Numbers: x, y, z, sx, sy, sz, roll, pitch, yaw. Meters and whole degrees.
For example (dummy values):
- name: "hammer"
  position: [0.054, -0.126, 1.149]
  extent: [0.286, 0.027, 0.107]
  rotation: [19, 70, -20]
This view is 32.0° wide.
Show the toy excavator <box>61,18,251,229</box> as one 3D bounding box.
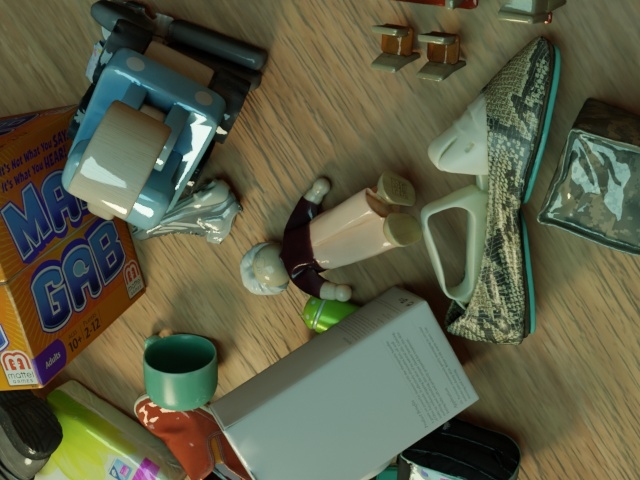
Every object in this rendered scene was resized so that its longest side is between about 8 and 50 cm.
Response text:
- name: "toy excavator"
  position: [-0.259, -0.120, 1.562]
  extent: [0.222, 0.445, 0.433]
  rotation: [26, 138, -10]

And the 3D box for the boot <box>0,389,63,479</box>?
- name: "boot"
  position: [-0.608, 0.318, 2.075]
  extent: [0.222, 0.118, 0.338]
  rotation: [-55, 53, 39]

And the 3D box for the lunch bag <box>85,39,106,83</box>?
- name: "lunch bag"
  position: [-0.333, -0.280, 1.806]
  extent: [0.083, 0.053, 0.071]
  rotation: [25, 121, -3]

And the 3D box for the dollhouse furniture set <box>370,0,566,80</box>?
- name: "dollhouse furniture set"
  position: [0.201, -0.365, 1.559]
  extent: [0.259, 0.135, 0.261]
  rotation: [14, 117, 26]

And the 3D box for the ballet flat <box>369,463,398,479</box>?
- name: "ballet flat"
  position: [0.099, 0.443, 1.966]
  extent: [0.241, 0.091, 0.077]
  rotation: [2, 144, 23]

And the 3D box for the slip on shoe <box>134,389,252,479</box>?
- name: "slip on shoe"
  position: [-0.207, 0.392, 2.029]
  extent: [0.331, 0.101, 0.123]
  rotation: [42, 121, 0]

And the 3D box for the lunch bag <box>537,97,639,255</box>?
- name: "lunch bag"
  position: [0.463, -0.065, 1.513]
  extent: [0.287, 0.235, 0.168]
  rotation: [20, 112, 11]

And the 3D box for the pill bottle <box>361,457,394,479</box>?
- name: "pill bottle"
  position: [0.028, 0.293, 1.890]
  extent: [0.121, 0.121, 0.221]
  rotation: [-26, 102, 27]

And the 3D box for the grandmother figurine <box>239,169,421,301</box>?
- name: "grandmother figurine"
  position: [0.000, 0.000, 1.755]
  extent: [0.104, 0.207, 0.342]
  rotation: [24, 143, -37]

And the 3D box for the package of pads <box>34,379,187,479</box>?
- name: "package of pads"
  position: [-0.418, 0.434, 2.121]
  extent: [0.297, 0.101, 0.229]
  rotation: [34, 119, 6]

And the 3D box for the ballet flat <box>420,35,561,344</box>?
- name: "ballet flat"
  position: [0.239, -0.058, 1.629]
  extent: [0.182, 0.164, 0.482]
  rotation: [1, 116, 1]

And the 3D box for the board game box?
- name: "board game box"
  position: [-0.565, 0.014, 1.841]
  extent: [0.357, 0.356, 0.356]
  rotation: [-6, 110, 21]

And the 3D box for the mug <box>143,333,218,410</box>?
- name: "mug"
  position: [-0.246, 0.233, 1.969]
  extent: [0.130, 0.157, 0.097]
  rotation: [-3, 116, -6]

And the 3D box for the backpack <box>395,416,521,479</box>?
- name: "backpack"
  position: [0.231, 0.378, 1.830]
  extent: [0.189, 0.166, 0.144]
  rotation: [8, 116, 19]

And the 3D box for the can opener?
- name: "can opener"
  position: [-0.224, -0.302, 1.741]
  extent: [0.281, 0.093, 0.074]
  rotation: [20, 118, 5]

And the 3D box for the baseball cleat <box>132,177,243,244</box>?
- name: "baseball cleat"
  position: [-0.222, -0.025, 1.868]
  extent: [0.206, 0.072, 0.109]
  rotation: [-25, 109, 31]

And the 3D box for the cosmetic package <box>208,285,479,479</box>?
- name: "cosmetic package"
  position: [0.035, 0.253, 1.743]
  extent: [0.366, 0.155, 0.196]
  rotation: [-30, 104, -9]

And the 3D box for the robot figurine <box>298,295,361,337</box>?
- name: "robot figurine"
  position: [0.023, 0.128, 1.849]
  extent: [0.115, 0.067, 0.101]
  rotation: [23, 90, 8]
